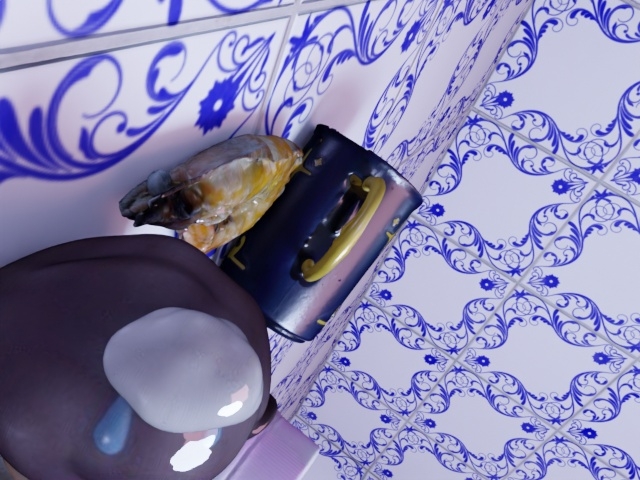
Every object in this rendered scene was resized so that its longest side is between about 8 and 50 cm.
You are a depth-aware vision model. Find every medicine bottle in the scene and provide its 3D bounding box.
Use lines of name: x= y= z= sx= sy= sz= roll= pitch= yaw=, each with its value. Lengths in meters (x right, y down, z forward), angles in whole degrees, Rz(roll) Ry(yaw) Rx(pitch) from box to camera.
medicine bottle: x=-0.143 y=0.206 z=0.609 sx=0.152 sy=0.254 sz=0.152 roll=-51 pitch=167 yaw=-17

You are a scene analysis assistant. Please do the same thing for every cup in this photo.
cup: x=-0.016 y=-0.011 z=0.733 sx=0.256 sy=0.178 sz=0.255 roll=-54 pitch=163 yaw=-2

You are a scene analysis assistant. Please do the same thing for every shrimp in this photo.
shrimp: x=-0.109 y=-0.034 z=0.577 sx=0.164 sy=0.062 sz=0.317 roll=-58 pitch=171 yaw=21

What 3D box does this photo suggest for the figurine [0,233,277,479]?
figurine: x=-0.182 y=0.161 z=0.427 sx=0.364 sy=0.218 sz=0.206 roll=-62 pitch=169 yaw=13
